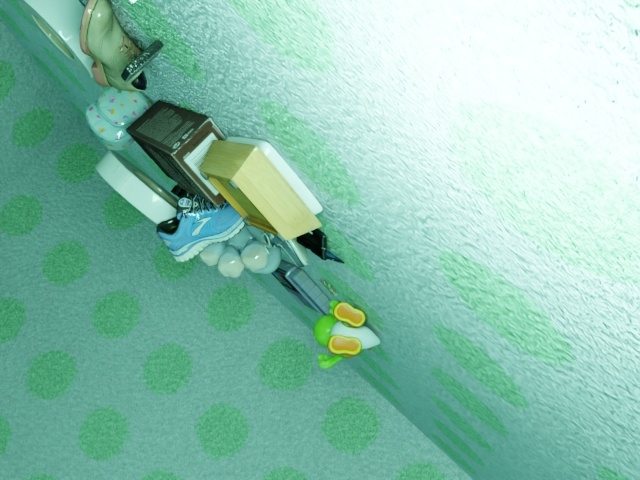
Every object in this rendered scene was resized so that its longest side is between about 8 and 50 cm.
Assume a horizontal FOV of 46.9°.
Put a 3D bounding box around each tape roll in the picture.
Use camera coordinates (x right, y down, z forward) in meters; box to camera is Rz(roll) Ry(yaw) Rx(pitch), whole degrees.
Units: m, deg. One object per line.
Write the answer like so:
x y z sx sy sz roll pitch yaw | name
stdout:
-0.677 -0.572 1.971 0.286 0.100 0.286 43 169 11 | tape roll
-0.515 -0.128 2.262 0.392 0.072 0.392 40 180 0 | tape roll

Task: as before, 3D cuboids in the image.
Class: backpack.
-0.601 -0.372 2.205 0.166 0.188 0.144 45 169 1 | backpack

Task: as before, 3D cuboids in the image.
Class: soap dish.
-0.142 -0.118 1.655 0.229 0.118 0.291 50 167 -25 | soap dish

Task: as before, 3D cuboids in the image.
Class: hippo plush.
-0.244 0.018 2.227 0.294 0.234 0.236 39 167 23 | hippo plush

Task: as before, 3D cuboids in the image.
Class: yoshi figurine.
0.052 0.297 2.356 0.203 0.204 0.362 59 174 12 | yoshi figurine

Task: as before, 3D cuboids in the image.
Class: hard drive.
-0.390 -0.390 1.608 0.022 0.094 0.135 49 169 -16 | hard drive

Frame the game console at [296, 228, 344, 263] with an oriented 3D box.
0.000 0.000 1.856 0.122 0.071 0.107 33 134 45 | game console

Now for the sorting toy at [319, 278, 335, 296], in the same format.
0.027 0.146 2.298 0.062 0.012 0.083 52 171 -12 | sorting toy

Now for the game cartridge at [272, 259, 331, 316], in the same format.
-0.077 0.168 2.650 0.230 0.068 0.355 44 170 -20 | game cartridge

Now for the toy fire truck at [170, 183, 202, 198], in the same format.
-0.359 -0.111 2.455 0.246 0.158 0.217 37 175 -34 | toy fire truck

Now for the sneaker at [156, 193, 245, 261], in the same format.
-0.316 -0.066 2.014 0.147 0.330 0.129 48 -156 -30 | sneaker

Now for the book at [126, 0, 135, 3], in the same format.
-0.391 -0.506 1.353 0.144 0.035 0.096 52 170 -32 | book

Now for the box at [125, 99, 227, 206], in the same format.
-0.350 -0.236 1.934 0.381 0.143 0.191 26 159 54 | box

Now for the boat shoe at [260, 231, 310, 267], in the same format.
-0.124 -0.027 1.915 0.254 0.079 0.095 53 -171 -4 | boat shoe

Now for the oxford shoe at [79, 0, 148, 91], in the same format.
-0.466 -0.452 1.705 0.130 0.123 0.348 18 167 -1 | oxford shoe
